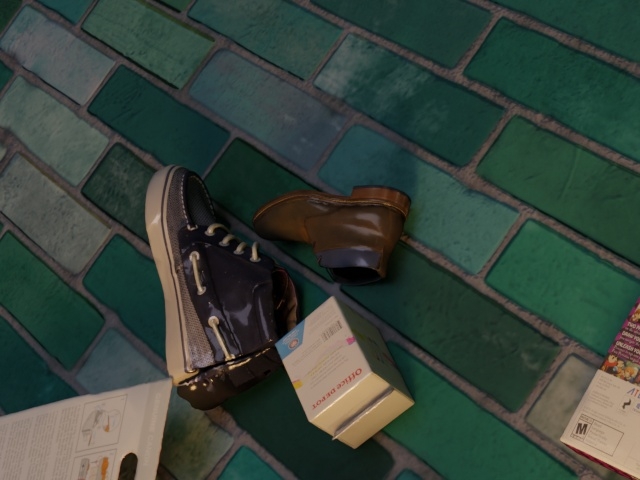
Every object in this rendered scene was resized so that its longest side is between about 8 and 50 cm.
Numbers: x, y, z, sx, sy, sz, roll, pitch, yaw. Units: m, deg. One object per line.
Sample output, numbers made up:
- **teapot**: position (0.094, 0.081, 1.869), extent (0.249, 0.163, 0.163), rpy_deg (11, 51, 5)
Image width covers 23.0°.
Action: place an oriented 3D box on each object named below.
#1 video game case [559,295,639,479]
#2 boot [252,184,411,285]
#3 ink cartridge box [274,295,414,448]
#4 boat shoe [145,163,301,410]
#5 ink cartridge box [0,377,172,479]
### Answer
- **video game case**: position (0.369, 0.147, 1.487), extent (0.232, 0.042, 0.210), rpy_deg (22, 79, 46)
- **boot**: position (0.000, 0.000, 1.873), extent (0.219, 0.082, 0.106), rpy_deg (-9, 55, 35)
- **ink cartridge box**: position (0.029, 0.153, 1.740), extent (0.092, 0.090, 0.143), rpy_deg (-39, 45, 14)
- **boat shoe**: position (-0.111, 0.032, 1.929), extent (0.158, 0.127, 0.341), rpy_deg (-25, 59, 22)
- **ink cartridge box**: position (-0.317, 0.348, 1.903), extent (0.385, 0.091, 0.308), rpy_deg (-16, 53, 35)
